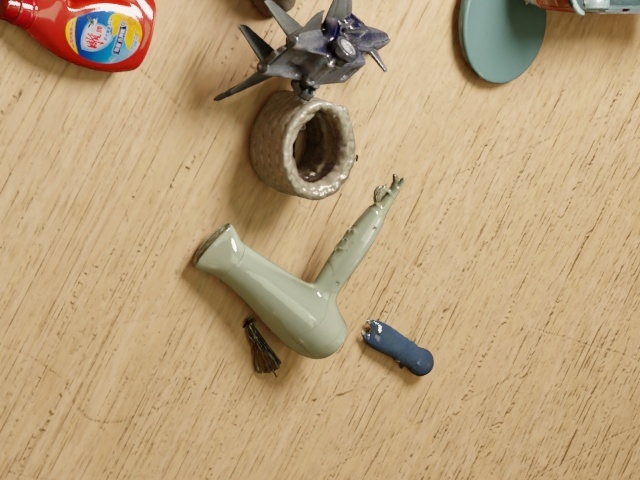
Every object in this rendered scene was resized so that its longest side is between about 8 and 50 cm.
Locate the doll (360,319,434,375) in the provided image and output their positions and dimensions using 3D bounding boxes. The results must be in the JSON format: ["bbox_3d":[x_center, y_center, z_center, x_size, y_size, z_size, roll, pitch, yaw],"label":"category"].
[{"bbox_3d":[0.096,0.134,1.949,0.125,0.027,0.037,34,79,-33],"label":"doll"}]

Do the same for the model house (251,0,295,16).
[{"bbox_3d":[-0.025,-0.356,1.665,0.122,0.188,0.229,-56,128,-32],"label":"model house"}]

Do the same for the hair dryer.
[{"bbox_3d":[0.000,0.000,1.790,0.237,0.075,0.206,-46,119,1],"label":"hair dryer"}]

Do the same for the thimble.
[{"bbox_3d":[-0.022,-0.107,1.768,0.102,0.090,0.115,20,90,-34],"label":"thimble"}]

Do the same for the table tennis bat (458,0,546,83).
[{"bbox_3d":[0.221,-0.312,1.937,0.149,0.038,0.237,-25,117,-33],"label":"table tennis bat"}]

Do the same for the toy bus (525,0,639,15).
[{"bbox_3d":[0.352,-0.338,1.956,0.265,0.120,0.121,-9,105,-46],"label":"toy bus"}]

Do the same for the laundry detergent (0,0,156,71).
[{"bbox_3d":[-0.251,-0.229,1.593,0.165,0.049,0.097,10,100,-37],"label":"laundry detergent"}]

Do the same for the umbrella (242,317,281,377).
[{"bbox_3d":[-0.069,0.127,1.828,0.031,0.020,0.083,-20,118,11],"label":"umbrella"}]

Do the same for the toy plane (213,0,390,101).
[{"bbox_3d":[0.018,-0.211,1.747,0.267,0.212,0.088,-5,61,-56],"label":"toy plane"}]
